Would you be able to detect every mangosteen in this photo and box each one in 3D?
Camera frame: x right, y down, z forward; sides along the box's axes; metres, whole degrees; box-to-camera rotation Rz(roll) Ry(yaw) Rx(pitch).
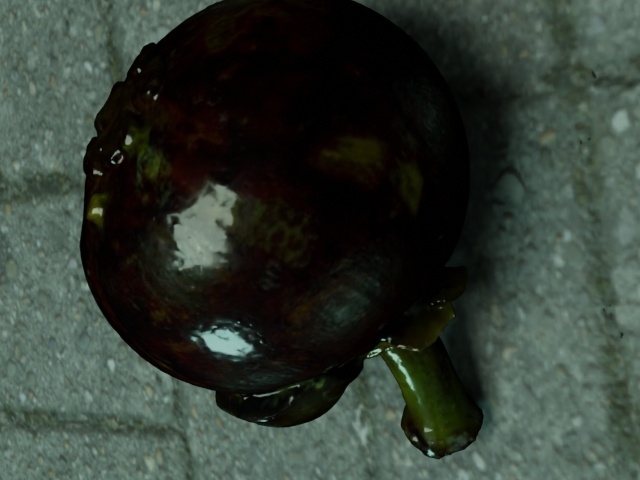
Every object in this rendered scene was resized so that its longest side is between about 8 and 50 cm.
[{"bbox_3d":[0.000,0.000,0.743,0.289,0.231,0.231,44,143,-24],"label":"mangosteen"}]
